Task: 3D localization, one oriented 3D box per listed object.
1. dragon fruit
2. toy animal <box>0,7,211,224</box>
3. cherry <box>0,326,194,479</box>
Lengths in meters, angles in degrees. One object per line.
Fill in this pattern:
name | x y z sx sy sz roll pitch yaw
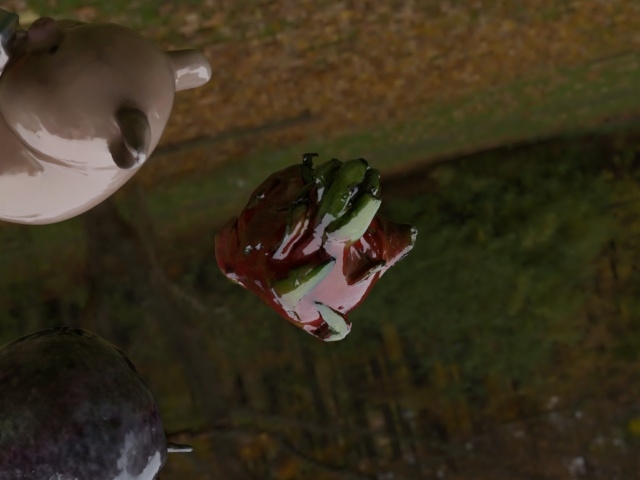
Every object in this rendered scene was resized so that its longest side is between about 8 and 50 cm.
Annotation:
dragon fruit | -0.001 -0.019 1.727 0.198 0.200 0.269 7 132 -18
toy animal | -0.270 -0.134 1.595 0.256 0.213 0.195 -35 -164 39
cherry | -0.203 0.161 1.165 0.195 0.195 0.195 -14 179 0
